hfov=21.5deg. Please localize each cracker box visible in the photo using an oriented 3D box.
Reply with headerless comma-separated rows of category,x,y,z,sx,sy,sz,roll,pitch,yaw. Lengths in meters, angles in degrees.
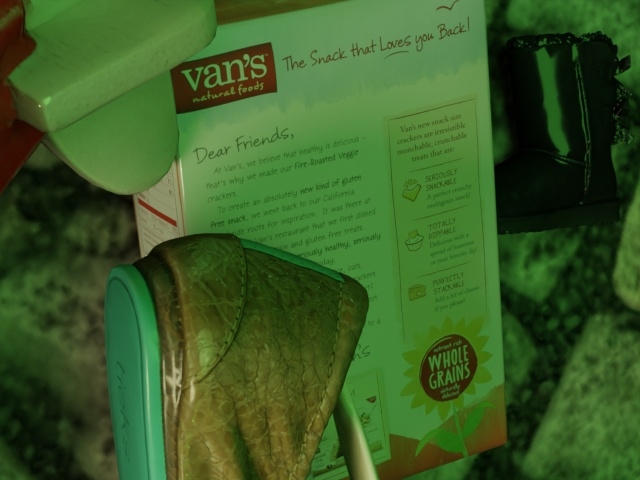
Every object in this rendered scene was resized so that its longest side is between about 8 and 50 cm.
cracker box,0.000,0.000,0.764,0.156,0.067,0.232,-14,112,-25

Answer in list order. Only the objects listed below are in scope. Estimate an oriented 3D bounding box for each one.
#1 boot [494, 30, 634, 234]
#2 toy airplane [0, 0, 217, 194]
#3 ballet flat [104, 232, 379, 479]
boot,0.107,-0.055,0.851,0.121,0.045,0.099,-7,98,-33
toy airplane,-0.216,-0.027,0.555,0.384,0.272,0.386,9,96,-69
ballet flat,-0.033,0.157,0.708,0.124,0.116,0.342,-2,111,-20
